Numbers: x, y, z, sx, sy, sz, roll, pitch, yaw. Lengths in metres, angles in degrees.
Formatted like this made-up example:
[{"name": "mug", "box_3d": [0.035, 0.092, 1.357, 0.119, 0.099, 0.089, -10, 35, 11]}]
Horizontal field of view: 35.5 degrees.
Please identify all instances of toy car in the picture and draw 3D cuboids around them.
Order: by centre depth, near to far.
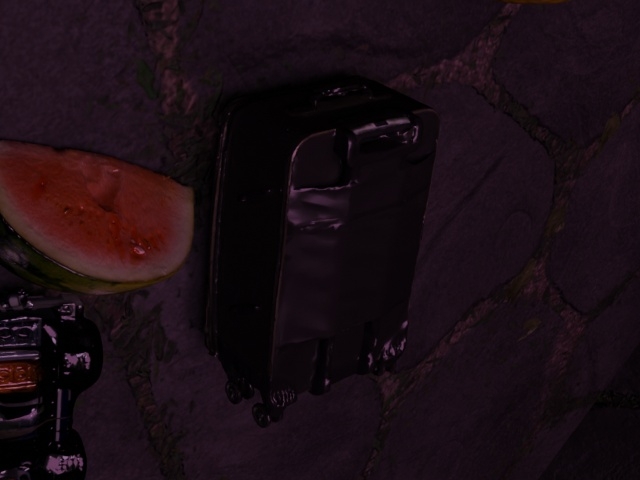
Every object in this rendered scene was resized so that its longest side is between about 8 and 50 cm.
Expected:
[{"name": "toy car", "box_3d": [-0.359, 0.195, 1.114, 0.193, 0.118, 0.301, -3, 121, -32]}]

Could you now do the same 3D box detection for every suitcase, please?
[{"name": "suitcase", "box_3d": [0.000, 0.000, 1.289, 0.283, 0.194, 0.433, -18, 128, -38]}]

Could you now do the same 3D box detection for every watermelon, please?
[{"name": "watermelon", "box_3d": [-0.270, 0.001, 1.106, 0.128, 0.159, 0.303, -31, 154, 34]}]

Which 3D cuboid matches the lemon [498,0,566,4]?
[{"name": "lemon", "box_3d": [0.246, -0.437, 1.140, 0.348, 0.348, 0.348, -27, 133, -32]}]
